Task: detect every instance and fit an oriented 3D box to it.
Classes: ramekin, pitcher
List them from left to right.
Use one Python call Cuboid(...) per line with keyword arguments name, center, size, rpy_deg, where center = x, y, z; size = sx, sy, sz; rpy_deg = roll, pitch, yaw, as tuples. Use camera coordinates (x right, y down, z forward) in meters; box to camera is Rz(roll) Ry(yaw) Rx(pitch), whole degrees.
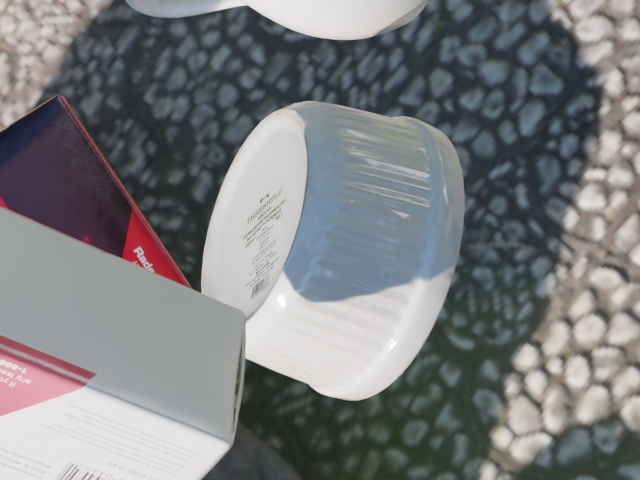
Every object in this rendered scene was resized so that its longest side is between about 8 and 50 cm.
Cuboid(name="pitcher", center=(-0.033, -0.208, 1.147), size=(0.178, 0.207, 0.125), rpy_deg=(141, 131, -57))
Cuboid(name="ramekin", center=(0.000, 0.000, 1.074), size=(0.207, 0.109, 0.207), rpy_deg=(-43, 38, 47))

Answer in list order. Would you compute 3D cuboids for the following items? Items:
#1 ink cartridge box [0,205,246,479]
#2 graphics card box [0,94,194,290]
Cuboid(name="ink cartridge box", center=(-0.157, 0.097, 0.765), size=(0.218, 0.159, 0.092), rpy_deg=(-50, 24, 38))
Cuboid(name="graphics card box", center=(-0.286, 0.084, 1.158), size=(0.371, 0.232, 0.094), rpy_deg=(-34, 6, -14))
